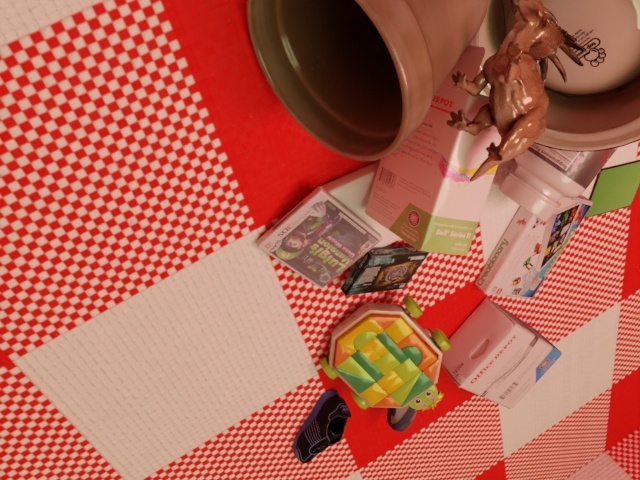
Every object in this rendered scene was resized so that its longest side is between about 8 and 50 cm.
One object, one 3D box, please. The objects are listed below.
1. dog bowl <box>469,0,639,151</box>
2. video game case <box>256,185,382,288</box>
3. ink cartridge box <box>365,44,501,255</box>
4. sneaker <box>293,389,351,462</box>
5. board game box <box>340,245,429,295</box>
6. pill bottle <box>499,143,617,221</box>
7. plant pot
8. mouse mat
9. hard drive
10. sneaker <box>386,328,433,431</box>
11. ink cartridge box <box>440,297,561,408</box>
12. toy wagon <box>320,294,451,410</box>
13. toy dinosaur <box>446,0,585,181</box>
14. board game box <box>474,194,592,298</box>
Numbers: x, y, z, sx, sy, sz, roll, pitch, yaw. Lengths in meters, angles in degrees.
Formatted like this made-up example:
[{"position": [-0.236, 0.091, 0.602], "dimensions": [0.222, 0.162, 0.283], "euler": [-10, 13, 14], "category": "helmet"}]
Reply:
[{"position": [0.455, -0.363, 1.169], "dimensions": [0.408, 0.408, 0.150], "euler": [77, 32, -41], "category": "dog bowl"}, {"position": [0.000, 0.000, 1.333], "dimensions": [0.173, 0.022, 0.190], "euler": [-40, 128, 19], "category": "video game case"}, {"position": [0.222, -0.174, 1.226], "dimensions": [0.119, 0.207, 0.354], "euler": [6, 109, -30], "category": "ink cartridge box"}, {"position": [0.004, 0.492, 1.706], "dimensions": [0.081, 0.090, 0.232], "euler": [5, 119, -36], "category": "sneaker"}, {"position": [0.145, 0.064, 1.489], "dimensions": [0.186, 0.026, 0.126], "euler": [-3, 136, -40], "category": "board game box"}, {"position": [0.535, -0.205, 1.463], "dimensions": [0.176, 0.176, 0.318], "euler": [21, 110, -41], "category": "pill bottle"}, {"position": [0.095, -0.328, 1.028], "dimensions": [0.280, 0.323, 0.323], "euler": [-40, 138, -25], "category": "plant pot"}, {"position": [0.789, -0.139, 1.797], "dimensions": [0.189, 0.007, 0.153], "euler": [-14, 129, -26], "category": "mouse mat"}, {"position": [0.151, -0.084, 1.400], "dimensions": [0.307, 0.040, 0.203], "euler": [-25, 133, -15], "category": "hard drive"}, {"position": [0.193, 0.358, 1.731], "dimensions": [0.131, 0.112, 0.319], "euler": [3, 116, -17], "category": "sneaker"}, {"position": [0.494, 0.317, 1.864], "dimensions": [0.307, 0.129, 0.223], "euler": [30, 104, -43], "category": "ink cartridge box"}, {"position": [0.180, 0.297, 1.599], "dimensions": [0.267, 0.068, 0.344], "euler": [-39, 110, 12], "category": "toy wagon"}, {"position": [0.317, -0.230, 1.062], "dimensions": [0.200, 0.127, 0.296], "euler": [-17, 119, -33], "category": "toy dinosaur"}, {"position": [0.542, 0.009, 1.715], "dimensions": [0.193, 0.053, 0.305], "euler": [9, 118, -36], "category": "board game box"}]
